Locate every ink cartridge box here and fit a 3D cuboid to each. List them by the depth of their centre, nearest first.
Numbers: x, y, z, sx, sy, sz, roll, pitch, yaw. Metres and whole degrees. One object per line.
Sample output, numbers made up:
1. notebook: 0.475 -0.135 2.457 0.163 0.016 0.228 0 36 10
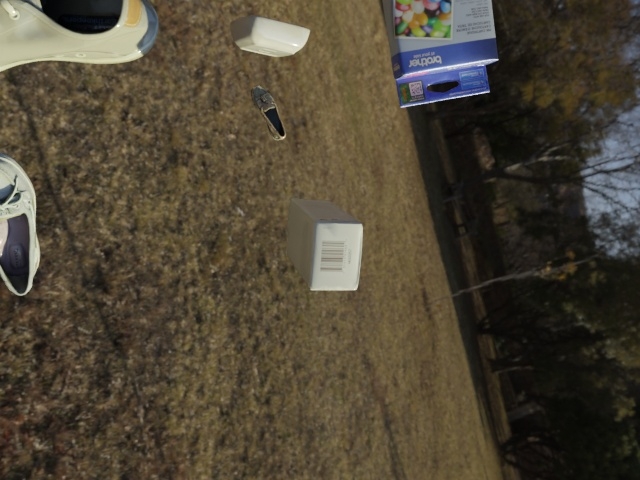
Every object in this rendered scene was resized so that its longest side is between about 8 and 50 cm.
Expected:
1. ink cartridge box: 0.208 -0.407 1.022 0.065 0.185 0.312 -137 -143 -77

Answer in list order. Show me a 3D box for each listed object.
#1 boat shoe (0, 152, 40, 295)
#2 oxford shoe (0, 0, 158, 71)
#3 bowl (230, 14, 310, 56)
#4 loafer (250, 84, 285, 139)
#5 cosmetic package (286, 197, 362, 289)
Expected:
1. boat shoe: -0.649 -0.031 1.196 0.103 0.118 0.321 -123 -146 -45
2. oxford shoe: -0.470 -0.329 0.840 0.130 0.448 0.169 135 -52 -79
3. bowl: -0.108 -0.416 1.189 0.141 0.142 0.053 3 101 -31
4. loafer: -0.106 -0.274 1.235 0.125 0.045 0.039 63 -14 -19
5. cosmetic package: 0.000 0.000 1.012 0.231 0.085 0.118 -129 -137 -71
